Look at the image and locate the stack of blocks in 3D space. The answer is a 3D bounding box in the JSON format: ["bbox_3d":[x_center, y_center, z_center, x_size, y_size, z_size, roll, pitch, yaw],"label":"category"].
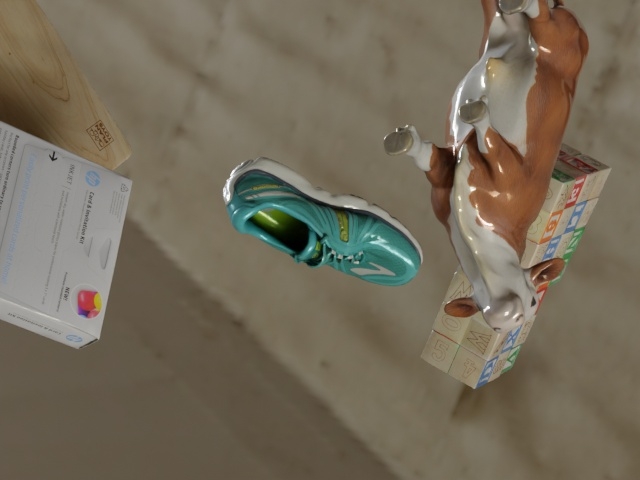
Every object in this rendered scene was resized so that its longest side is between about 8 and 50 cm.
[{"bbox_3d":[0.250,0.028,2.400,0.087,0.297,0.171,29,-159,21],"label":"stack of blocks"}]

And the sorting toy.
[{"bbox_3d":[-0.323,-0.114,1.594,0.257,0.089,0.255,58,-142,-10],"label":"sorting toy"}]

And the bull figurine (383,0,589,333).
[{"bbox_3d":[0.139,-0.083,1.486,0.101,0.310,0.188,0,150,27],"label":"bull figurine"}]

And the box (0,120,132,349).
[{"bbox_3d":[-0.245,-0.015,1.457,0.186,0.145,0.038,23,151,-27],"label":"box"}]

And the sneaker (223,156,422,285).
[{"bbox_3d":[0.000,0.000,2.328,0.275,0.107,0.110,22,-147,-18],"label":"sneaker"}]
